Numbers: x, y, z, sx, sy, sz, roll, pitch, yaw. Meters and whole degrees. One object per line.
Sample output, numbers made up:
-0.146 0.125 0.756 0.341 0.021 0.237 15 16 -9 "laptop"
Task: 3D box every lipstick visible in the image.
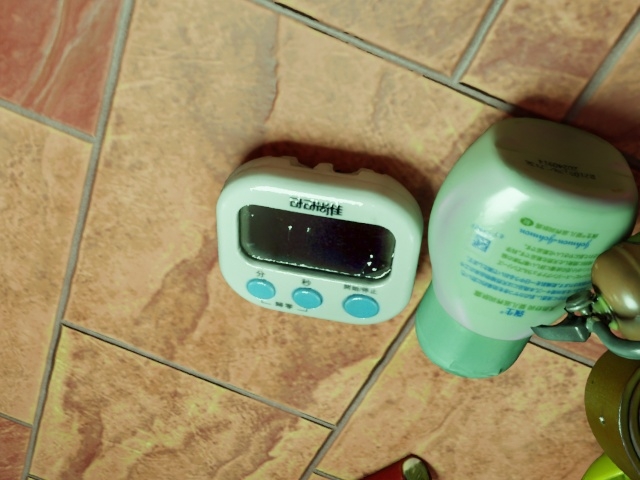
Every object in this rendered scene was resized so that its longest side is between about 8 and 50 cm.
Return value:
0.086 0.446 1.472 0.080 0.080 0.241 39 129 -19 "lipstick"

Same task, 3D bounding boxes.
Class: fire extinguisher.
0.396 0.015 0.856 0.376 0.200 0.113 -30 81 5 "fire extinguisher"

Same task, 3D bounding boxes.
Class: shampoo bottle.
0.222 0.031 1.022 0.222 0.151 0.349 9 133 -10 "shampoo bottle"

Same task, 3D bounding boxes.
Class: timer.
0.000 0.001 1.097 0.262 0.087 0.237 10 133 6 "timer"

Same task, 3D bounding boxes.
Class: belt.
0.512 0.256 1.103 0.339 0.122 0.217 32 89 -5 "belt"

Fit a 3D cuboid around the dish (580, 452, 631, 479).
0.505 0.366 1.271 0.262 0.108 0.221 31 131 -14 "dish"
